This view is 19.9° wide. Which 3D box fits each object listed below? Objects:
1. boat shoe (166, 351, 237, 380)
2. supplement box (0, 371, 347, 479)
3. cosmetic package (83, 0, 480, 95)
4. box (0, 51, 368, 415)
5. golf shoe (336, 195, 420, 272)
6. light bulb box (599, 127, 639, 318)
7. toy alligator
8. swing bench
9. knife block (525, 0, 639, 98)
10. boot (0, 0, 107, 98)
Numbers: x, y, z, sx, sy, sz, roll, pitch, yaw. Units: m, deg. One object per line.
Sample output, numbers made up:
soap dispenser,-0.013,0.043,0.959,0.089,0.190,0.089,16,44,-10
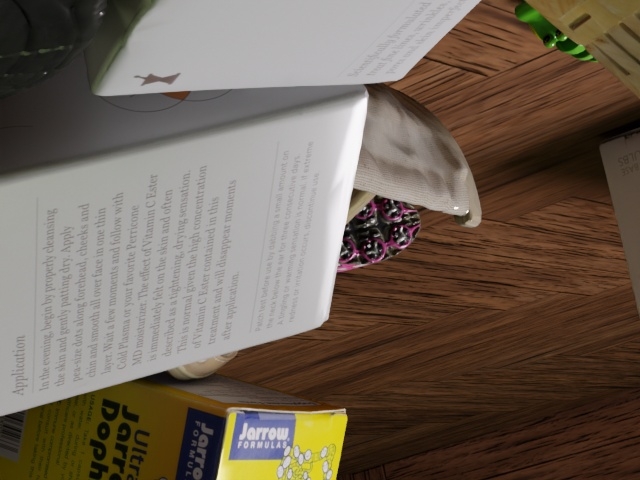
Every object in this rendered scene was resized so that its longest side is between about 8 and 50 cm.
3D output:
boat shoe,-0.117,0.062,1.762,0.098,0.109,0.302,-13,160,10
supplement box,-0.181,0.229,1.891,0.356,0.195,0.194,12,-177,38
cosmetic package,-0.022,-0.172,0.758,0.151,0.183,0.151,-6,165,-23
box,-0.184,-0.042,0.890,0.345,0.215,0.168,-14,139,-23
golf shoe,0.000,0.000,1.696,0.186,0.067,0.086,-16,-179,-6
light bulb box,0.510,-0.030,1.657,0.358,0.225,0.361,-23,162,37
toy alligator,0.170,-0.151,1.264,0.190,0.051,0.056,2,160,-44
swing bench,-0.065,-0.049,1.254,0.255,0.165,0.253,-28,160,23
knife block,0.228,-0.183,0.986,0.276,0.242,0.088,38,149,-11
boot,-0.137,-0.163,0.706,0.085,0.178,0.236,-7,163,-33
